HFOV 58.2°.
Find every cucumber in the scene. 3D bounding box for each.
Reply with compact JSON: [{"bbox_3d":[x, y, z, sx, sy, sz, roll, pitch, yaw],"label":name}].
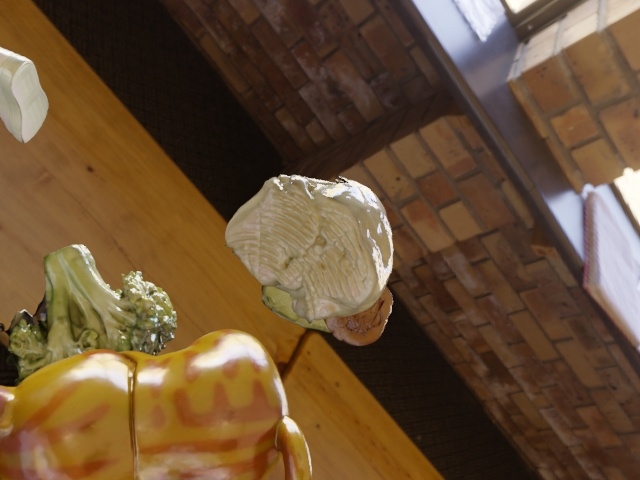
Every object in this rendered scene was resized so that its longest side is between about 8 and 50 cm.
[{"bbox_3d":[-0.021,0.144,1.449,0.325,0.105,0.145,14,94,-31],"label":"cucumber"}]

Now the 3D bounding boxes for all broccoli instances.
[{"bbox_3d":[-0.459,0.152,1.112,0.293,0.347,0.281,-22,92,-53],"label":"broccoli"}]

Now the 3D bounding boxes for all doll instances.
[{"bbox_3d":[-0.158,0.178,0.545,0.269,0.162,0.167,-3,91,-16],"label":"doll"}]

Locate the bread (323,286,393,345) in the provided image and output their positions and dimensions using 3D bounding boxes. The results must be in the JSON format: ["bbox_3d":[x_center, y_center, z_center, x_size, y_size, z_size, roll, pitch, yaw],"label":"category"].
[{"bbox_3d":[0.082,0.164,1.259,0.156,0.086,0.125,-11,95,-12],"label":"bread"}]

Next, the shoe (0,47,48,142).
[{"bbox_3d":[-0.615,-0.294,1.130,0.110,0.265,0.095,30,62,-10],"label":"shoe"}]

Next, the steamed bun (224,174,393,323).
[{"bbox_3d":[0.000,0.000,1.082,0.320,0.275,0.206,40,28,15],"label":"steamed bun"}]
